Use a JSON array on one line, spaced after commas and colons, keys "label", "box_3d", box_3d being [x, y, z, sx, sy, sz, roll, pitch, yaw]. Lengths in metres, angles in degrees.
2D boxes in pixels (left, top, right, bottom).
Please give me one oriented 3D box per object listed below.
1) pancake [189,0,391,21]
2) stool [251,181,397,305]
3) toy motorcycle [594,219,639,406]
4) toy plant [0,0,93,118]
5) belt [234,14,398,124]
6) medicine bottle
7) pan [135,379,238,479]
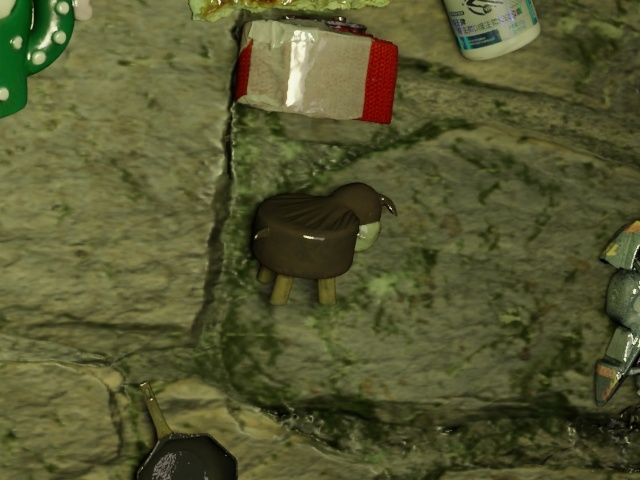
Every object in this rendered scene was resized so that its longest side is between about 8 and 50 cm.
[{"label": "pancake", "box_3d": [-0.055, -0.448, 1.695, 0.304, 0.067, 0.427, -23, 109, -19]}, {"label": "stool", "box_3d": [0.000, 0.000, 1.765, 0.217, 0.125, 0.121, -20, 125, -41]}, {"label": "toy motorcycle", "box_3d": [0.459, 0.082, 2.008, 0.173, 0.108, 0.307, 4, 97, -18]}, {"label": "toy plant", "box_3d": [-0.376, -0.249, 1.541, 0.232, 0.112, 0.243, -45, 119, -12]}, {"label": "belt", "box_3d": [-0.003, -0.206, 1.720, 0.200, 0.128, 0.124, 5, 95, -25]}, {"label": "medicine bottle", "box_3d": [0.198, -0.330, 1.812, 0.107, 0.107, 0.192, -28, 109, -20]}, {"label": "pan", "box_3d": [-0.166, 0.256, 1.753, 0.128, 0.048, 0.202, -3, 101, -27]}]
